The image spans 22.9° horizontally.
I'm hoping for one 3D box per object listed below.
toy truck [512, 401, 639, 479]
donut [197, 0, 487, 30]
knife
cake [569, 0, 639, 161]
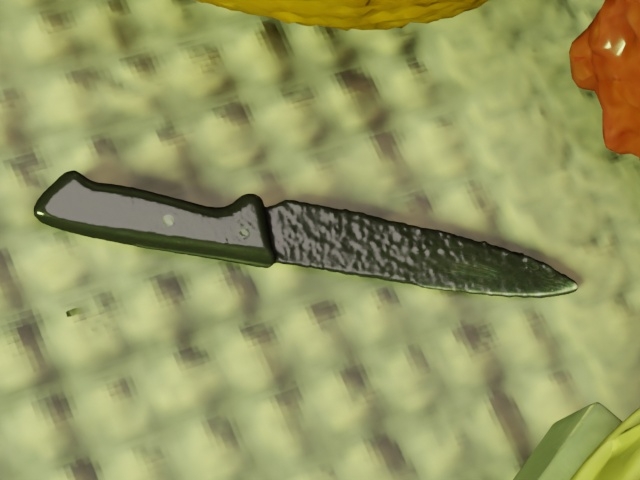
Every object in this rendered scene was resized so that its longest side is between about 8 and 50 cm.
[{"bbox_3d":[0.163,0.143,0.386,0.272,0.157,0.124,41,63,2],"label":"toy truck"},{"bbox_3d":[0.000,-0.196,0.496,0.303,0.110,0.302,7,66,-17],"label":"donut"},{"bbox_3d":[0.000,0.000,0.473,0.170,0.010,0.023,10,73,-16],"label":"knife"},{"bbox_3d":[0.294,-0.043,0.440,0.269,0.270,0.319,-35,85,-26],"label":"cake"}]
